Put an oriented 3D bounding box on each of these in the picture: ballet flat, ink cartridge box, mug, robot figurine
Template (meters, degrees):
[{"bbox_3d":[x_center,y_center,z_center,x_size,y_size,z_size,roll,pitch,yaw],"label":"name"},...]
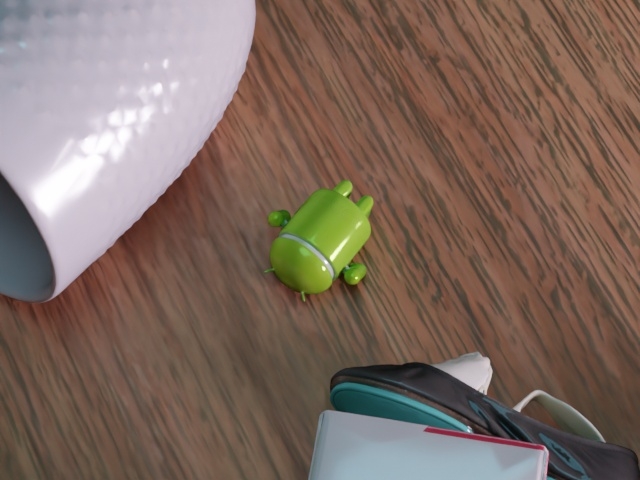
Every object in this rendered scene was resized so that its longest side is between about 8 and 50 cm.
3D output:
[{"bbox_3d":[0.145,0.160,1.463,0.280,0.095,0.096,27,55,3],"label":"ballet flat"},{"bbox_3d":[0.076,0.228,1.339,0.172,0.237,0.100,9,65,5],"label":"ink cartridge box"},{"bbox_3d":[-0.257,-0.162,1.552,0.374,0.276,0.328,16,52,43],"label":"mug"},{"bbox_3d":[0.000,0.000,1.554,0.101,0.067,0.115,36,68,5],"label":"robot figurine"}]
